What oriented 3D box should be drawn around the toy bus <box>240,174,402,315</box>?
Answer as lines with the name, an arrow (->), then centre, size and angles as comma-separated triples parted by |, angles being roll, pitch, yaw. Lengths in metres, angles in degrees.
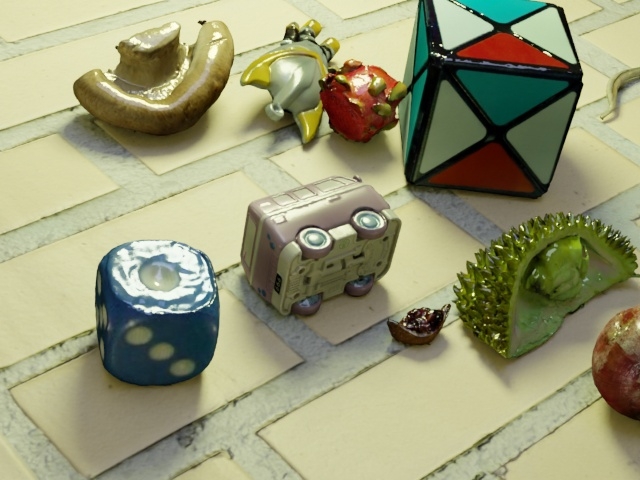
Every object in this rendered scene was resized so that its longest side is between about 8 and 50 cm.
toy bus -> 0.000, 0.000, 1.674 | 0.202, 0.142, 0.142 | -19, 48, -30

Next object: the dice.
dice -> -0.208, 0.090, 1.513 | 0.146, 0.146, 0.143 | -1, 43, -16

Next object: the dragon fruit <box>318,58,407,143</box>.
dragon fruit -> 0.074, -0.235, 1.986 | 0.133, 0.150, 0.207 | 58, 26, 0

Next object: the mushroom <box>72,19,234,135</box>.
mushroom -> -0.243, -0.248, 1.922 | 0.285, 0.156, 0.151 | -27, 63, -22

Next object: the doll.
doll -> -0.034, -0.283, 2.046 | 0.103, 0.146, 0.316 | -14, 26, 22

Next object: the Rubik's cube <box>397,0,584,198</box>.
Rubik's cube -> 0.267, -0.241, 1.944 | 0.249, 0.246, 0.248 | 5, 38, -6

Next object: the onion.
onion -> 0.436, 0.156, 1.600 | 0.159, 0.160, 0.195 | 9, 13, -3

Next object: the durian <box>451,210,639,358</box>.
durian -> 0.327, 0.050, 1.750 | 0.355, 0.157, 0.170 | -23, 86, -34

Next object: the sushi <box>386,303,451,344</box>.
sushi -> 0.140, 0.115, 1.643 | 0.099, 0.047, 0.050 | -20, 52, -31

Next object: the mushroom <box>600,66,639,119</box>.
mushroom -> 0.596, -0.300, 2.264 | 0.306, 0.043, 0.068 | -28, 28, -36
